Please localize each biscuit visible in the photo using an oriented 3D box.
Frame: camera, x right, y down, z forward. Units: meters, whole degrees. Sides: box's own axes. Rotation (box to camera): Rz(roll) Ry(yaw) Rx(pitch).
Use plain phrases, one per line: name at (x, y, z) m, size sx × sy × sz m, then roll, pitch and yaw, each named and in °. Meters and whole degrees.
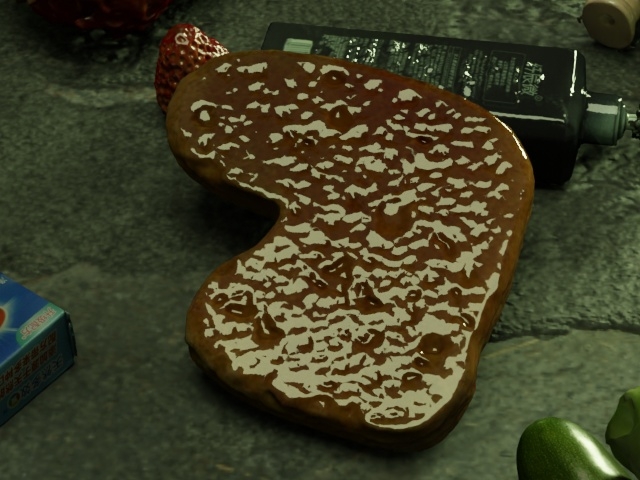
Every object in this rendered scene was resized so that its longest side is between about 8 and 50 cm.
biscuit at (0.000, 0.001, 1.232) m, size 0.262 × 0.052 × 0.277 m, roll 12°, pitch 58°, yaw 12°

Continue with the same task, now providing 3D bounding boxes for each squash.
squash at (0.186, 0.191, 1.037) m, size 0.069 × 0.069 × 0.258 m, roll -24°, pitch 46°, yaw -21°

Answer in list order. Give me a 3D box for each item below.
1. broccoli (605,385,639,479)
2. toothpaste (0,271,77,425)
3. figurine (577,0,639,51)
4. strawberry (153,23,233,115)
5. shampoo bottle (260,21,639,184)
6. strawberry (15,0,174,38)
broccoli at (0.383, 0.036, 1.030) m, size 0.353 × 0.275 × 0.397 m, roll 1°, pitch 40°, yaw 45°
toothpaste at (-0.268, 0.123, 1.142) m, size 0.066 × 0.053 × 0.272 m, roll 27°, pitch 50°, yaw 28°
figurine at (0.298, -0.263, 1.475) m, size 0.200 × 0.133 × 0.276 m, roll 27°, pitch 54°, yaw 13°
strawberry at (-0.092, -0.125, 1.382) m, size 0.073 × 0.083 × 0.073 m, roll -2°, pitch 52°, yaw 2°
shampoo bottle at (0.105, -0.099, 1.347) m, size 0.309 × 0.071 × 0.098 m, roll 6°, pitch 43°, yaw 9°
strawberry at (-0.137, -0.271, 1.478) m, size 0.244 × 0.205 × 0.205 m, roll -8°, pitch 39°, yaw -37°
